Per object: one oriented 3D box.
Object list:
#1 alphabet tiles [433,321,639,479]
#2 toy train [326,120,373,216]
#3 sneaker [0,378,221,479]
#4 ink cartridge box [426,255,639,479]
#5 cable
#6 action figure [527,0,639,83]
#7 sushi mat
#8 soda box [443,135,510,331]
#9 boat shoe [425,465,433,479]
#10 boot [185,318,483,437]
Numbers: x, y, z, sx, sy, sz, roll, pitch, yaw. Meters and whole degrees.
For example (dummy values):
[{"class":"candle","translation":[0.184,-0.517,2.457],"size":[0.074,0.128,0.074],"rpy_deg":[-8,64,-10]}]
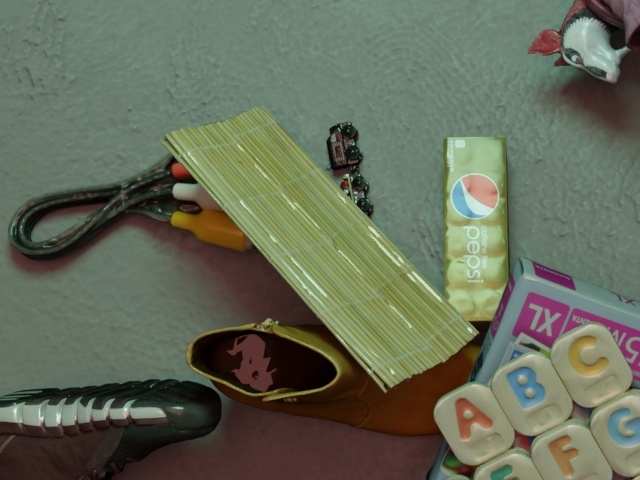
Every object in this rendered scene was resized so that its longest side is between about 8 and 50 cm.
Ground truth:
[{"class":"alphabet tiles","translation":[0.235,0.221,1.263],"size":[0.284,0.021,0.278],"rpy_deg":[-28,100,11]},{"class":"toy train","translation":[0.032,-0.039,1.428],"size":[0.036,0.027,0.158],"rpy_deg":[-13,81,9]},{"class":"sneaker","translation":[-0.202,0.220,1.374],"size":[0.281,0.106,0.162],"rpy_deg":[-6,93,34]},{"class":"ink cartridge box","translation":[0.207,0.190,1.300],"size":[0.186,0.065,0.311],"rpy_deg":[20,107,-2]},{"class":"cable","translation":[-0.172,-0.051,1.432],"size":[0.287,0.072,0.139],"rpy_deg":[-3,79,6]},{"class":"action figure","translation":[0.339,-0.264,1.289],"size":[0.370,0.248,0.275],"rpy_deg":[-25,95,23]},{"class":"sushi mat","translation":[0.000,0.000,1.312],"size":[0.316,0.151,0.019],"rpy_deg":[47,125,17]},{"class":"soda box","translation":[0.148,-0.005,1.383],"size":[0.061,0.058,0.181],"rpy_deg":[-1,76,6]},{"class":"boat shoe","translation":[0.196,0.202,1.367],"size":[0.190,0.068,0.072],"rpy_deg":[-32,94,11]},{"class":"boot","translation":[0.036,0.125,1.315],"size":[0.295,0.211,0.104],"rpy_deg":[4,84,7]}]
